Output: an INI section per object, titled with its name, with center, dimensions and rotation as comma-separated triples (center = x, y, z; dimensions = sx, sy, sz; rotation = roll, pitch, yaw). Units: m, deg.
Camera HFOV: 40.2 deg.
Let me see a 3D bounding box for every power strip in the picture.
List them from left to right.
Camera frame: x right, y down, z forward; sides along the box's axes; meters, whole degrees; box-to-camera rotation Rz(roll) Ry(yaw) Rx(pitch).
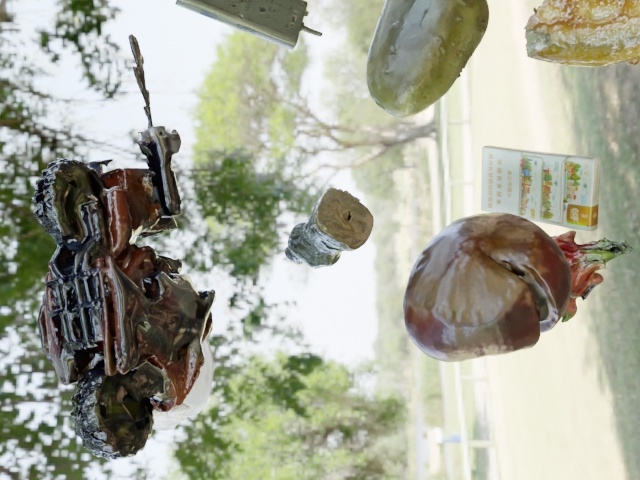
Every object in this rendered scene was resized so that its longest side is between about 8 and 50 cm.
[power strip]
center = -0.118, -0.402, 1.502
dimensions = 0.034, 0.268, 0.092
rotation = 154, 131, -67

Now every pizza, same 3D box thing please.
[pizza]
center = 0.429, -0.334, 1.160
dimensions = 0.086, 0.335, 0.226
rotation = 47, -149, -47

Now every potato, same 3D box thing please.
[potato]
center = 0.195, -0.373, 1.637
dimensions = 0.307, 0.210, 0.173
rotation = -65, -27, -1

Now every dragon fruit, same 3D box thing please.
[dragon fruit]
center = 0.394, 0.051, 1.417
dimensions = 0.135, 0.236, 0.137
rotation = 37, -122, -37

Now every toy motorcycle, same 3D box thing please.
[toy motorcycle]
center = -0.192, 0.002, 0.870
dimensions = 0.207, 0.134, 0.401
rotation = -6, -99, -61

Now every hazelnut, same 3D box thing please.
[hazelnut]
center = 0.192, 0.064, 1.046
dimensions = 0.178, 0.204, 0.178
rotation = 46, 164, 17

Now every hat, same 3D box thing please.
[hat]
center = -0.264, 0.185, 1.250
dimensions = 0.126, 0.203, 0.203
rotation = -6, -82, -63

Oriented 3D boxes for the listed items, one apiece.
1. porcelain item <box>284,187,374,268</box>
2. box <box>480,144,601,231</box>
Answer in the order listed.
[porcelain item]
center = 0.000, 0.000, 1.202
dimensions = 0.069, 0.081, 0.216
rotation = -62, 9, -23
[box]
center = 0.370, -0.091, 1.489
dimensions = 0.032, 0.220, 0.122
rotation = -15, -70, -41
